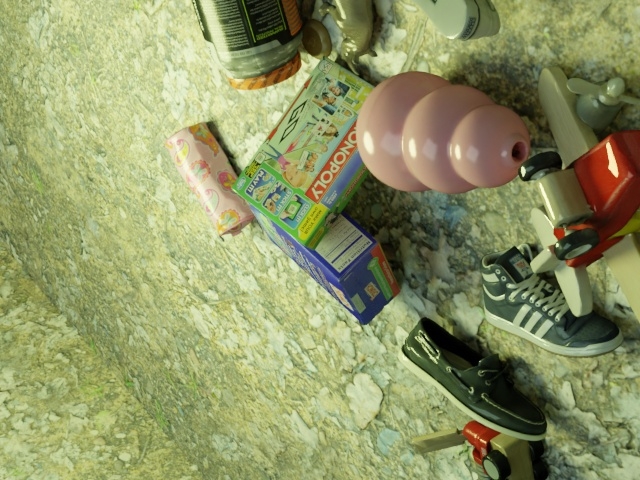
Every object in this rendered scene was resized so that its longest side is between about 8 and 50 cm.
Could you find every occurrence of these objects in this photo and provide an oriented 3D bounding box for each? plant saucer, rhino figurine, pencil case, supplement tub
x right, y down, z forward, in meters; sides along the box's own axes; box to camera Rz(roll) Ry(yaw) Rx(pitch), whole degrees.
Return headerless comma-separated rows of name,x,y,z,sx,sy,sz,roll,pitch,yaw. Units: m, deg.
plant saucer,-0.012,-0.393,1.850,0.083,0.015,0.083,32,137,35
rhino figurine,0.054,-0.411,1.700,0.106,0.073,0.243,28,137,42
pencil case,-0.261,-0.144,2.267,0.284,0.124,0.124,58,146,0
supplement tub,-0.146,-0.460,1.791,0.193,0.193,0.316,19,135,44

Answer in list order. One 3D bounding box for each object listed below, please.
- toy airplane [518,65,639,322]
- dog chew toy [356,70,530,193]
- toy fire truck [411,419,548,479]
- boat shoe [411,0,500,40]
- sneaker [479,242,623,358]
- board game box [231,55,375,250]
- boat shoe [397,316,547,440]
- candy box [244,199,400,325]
toy airplane,0.436,-0.041,1.358,0.384,0.272,0.386,-103,-10,-65
dog chew toy,0.207,-0.169,1.541,0.332,0.207,0.206,21,130,54
toy fire truck,0.330,0.472,1.951,0.246,0.158,0.217,26,135,56
boat shoe,0.199,-0.412,1.495,0.267,0.088,0.096,60,139,39
sneaker,0.386,0.098,1.626,0.282,0.099,0.153,17,129,49
board game box,-0.003,-0.170,1.791,0.213,0.317,0.046,37,-175,30
boat shoe,0.306,0.260,1.837,0.340,0.127,0.113,34,116,37
candy box,0.000,0.000,1.940,0.317,0.122,0.268,43,171,26
